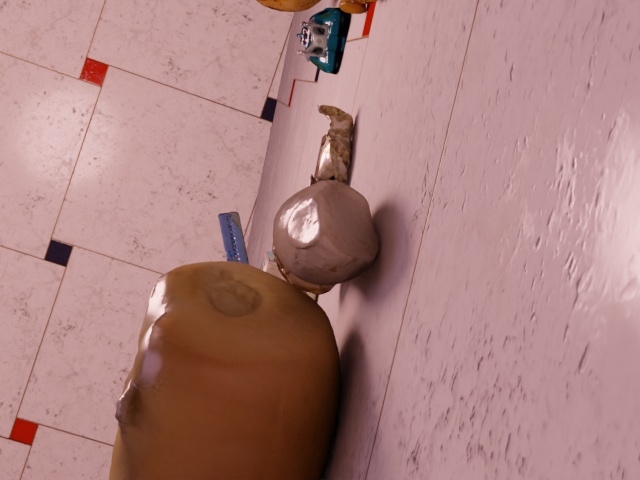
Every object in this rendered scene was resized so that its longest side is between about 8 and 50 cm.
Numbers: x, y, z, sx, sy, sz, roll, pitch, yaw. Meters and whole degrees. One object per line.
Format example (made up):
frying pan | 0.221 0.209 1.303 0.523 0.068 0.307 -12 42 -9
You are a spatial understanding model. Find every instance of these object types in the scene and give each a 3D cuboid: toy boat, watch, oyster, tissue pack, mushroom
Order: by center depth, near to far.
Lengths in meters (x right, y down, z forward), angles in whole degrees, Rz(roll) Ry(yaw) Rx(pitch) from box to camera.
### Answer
mushroom | 0.000 0.000 1.185 0.350 0.128 0.128 125 155 -79
oyster | 0.026 -0.106 1.464 0.106 0.061 0.200 17 99 64
toy boat | -0.006 -0.415 1.946 0.299 0.092 0.134 -113 32 -75
tissue pack | -0.095 0.066 1.991 0.094 0.058 0.074 -109 32 -74
watch | -0.156 0.094 2.030 0.274 0.068 0.276 -102 -3 -75

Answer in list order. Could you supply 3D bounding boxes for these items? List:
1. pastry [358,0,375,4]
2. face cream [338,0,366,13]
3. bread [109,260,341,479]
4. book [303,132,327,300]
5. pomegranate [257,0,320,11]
pastry | 0.071 -0.406 1.482 0.140 0.056 0.080 -129 51 -78
face cream | 0.068 -0.476 1.620 0.072 0.051 0.182 163 117 -77
bread | -0.115 0.236 1.176 0.348 0.253 0.376 -87 12 -72
book | -0.004 -0.036 1.629 0.217 0.021 0.310 -179 100 -82
pomegranate | -0.068 -0.641 2.088 0.281 0.281 0.281 -169 90 -82
